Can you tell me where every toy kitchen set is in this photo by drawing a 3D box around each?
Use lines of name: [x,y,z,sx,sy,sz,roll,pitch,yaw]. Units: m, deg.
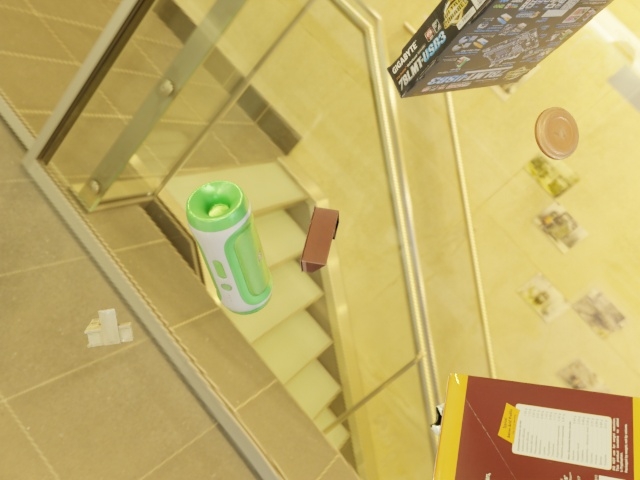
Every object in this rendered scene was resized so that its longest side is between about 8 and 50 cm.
toy kitchen set: [-0.404,0.156,1.146,0.075,0.084,0.068,-129,-147,-75]

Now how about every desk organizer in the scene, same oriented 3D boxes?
desk organizer: [0.000,0.000,1.160,0.050,0.047,0.130,9,59,8]

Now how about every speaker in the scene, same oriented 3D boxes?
speaker: [-0.175,0.023,1.194,0.296,0.131,0.131,80,-9,-48]

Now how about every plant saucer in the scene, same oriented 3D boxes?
plant saucer: [0.371,-0.168,0.929,0.083,0.083,0.013,38,-15,-14]

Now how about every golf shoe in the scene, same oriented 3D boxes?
golf shoe: [0.374,0.479,1.696,0.086,0.069,0.176,34,68,-11]

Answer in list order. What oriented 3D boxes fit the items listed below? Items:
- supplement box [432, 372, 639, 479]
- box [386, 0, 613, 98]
supplement box: [0.218,0.256,0.593,0.129,0.194,0.191,62,37,-51]
box: [0.301,-0.348,0.952,0.296,0.293,0.073,-14,77,-29]
